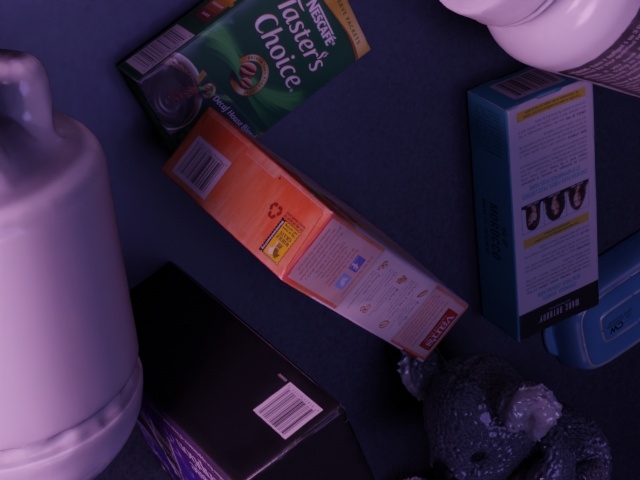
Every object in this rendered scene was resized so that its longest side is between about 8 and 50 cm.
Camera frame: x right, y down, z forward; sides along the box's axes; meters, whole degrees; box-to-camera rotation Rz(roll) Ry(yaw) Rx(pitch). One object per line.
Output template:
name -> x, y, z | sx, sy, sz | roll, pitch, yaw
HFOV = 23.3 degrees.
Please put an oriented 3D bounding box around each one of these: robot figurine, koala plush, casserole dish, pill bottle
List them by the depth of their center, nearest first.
robot figurine -> -0.233, 0.043, 1.076 | 0.300, 0.200, 0.353 | -43, 136, -48
pill bottle -> 0.246, -0.217, 1.297 | 0.318, 0.176, 0.176 | 9, 107, -38
koala plush -> 0.161, 0.184, 1.444 | 0.203, 0.196, 0.221 | -48, 131, -21
casserole dish -> 0.309, 0.062, 1.573 | 0.188, 0.037, 0.114 | -31, 126, -18

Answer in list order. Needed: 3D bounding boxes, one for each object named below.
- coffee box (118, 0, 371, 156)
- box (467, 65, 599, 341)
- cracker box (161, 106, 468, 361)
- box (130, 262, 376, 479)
coffee box -> -0.056, -0.143, 1.211 | 0.184, 0.040, 0.113 | -38, 129, -14
box -> 0.198, -0.035, 1.430 | 0.100, 0.060, 0.244 | -22, 123, -24
cracker box -> 0.000, 0.000, 1.214 | 0.067, 0.156, 0.232 | -52, 144, 4
box -> -0.060, 0.159, 1.214 | 0.103, 0.261, 0.184 | -37, 128, -14
